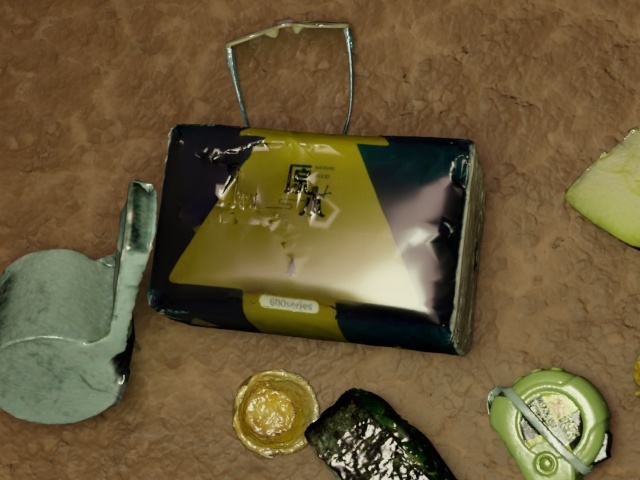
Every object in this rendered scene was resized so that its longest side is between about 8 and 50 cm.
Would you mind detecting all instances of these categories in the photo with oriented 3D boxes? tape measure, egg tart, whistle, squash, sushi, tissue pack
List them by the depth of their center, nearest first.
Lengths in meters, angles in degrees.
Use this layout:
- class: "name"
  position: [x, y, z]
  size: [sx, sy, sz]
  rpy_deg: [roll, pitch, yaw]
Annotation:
- class: "tape measure"
  position: [0.307, 0.246, 1.596]
  size: [0.154, 0.087, 0.177]
  rpy_deg: [-37, 72, 14]
- class: "squash"
  position: [0.472, -0.081, 1.602]
  size: [0.237, 0.155, 0.204]
  rpy_deg: [-41, 76, 2]
- class: "sushi"
  position: [0.090, 0.300, 1.610]
  size: [0.127, 0.124, 0.225]
  rpy_deg: [-44, 68, -1]
- class: "tissue pack"
  position: [0.000, 0.000, 1.623]
  size: [0.417, 0.253, 0.264]
  rpy_deg: [6, 80, 14]
- class: "whistle"
  position: [-0.310, 0.098, 1.637]
  size: [0.405, 0.188, 0.168]
  rpy_deg: [-35, 37, 27]
- class: "egg tart"
  position: [-0.066, 0.239, 1.691]
  size: [0.129, 0.049, 0.128]
  rpy_deg: [-2, 77, 9]

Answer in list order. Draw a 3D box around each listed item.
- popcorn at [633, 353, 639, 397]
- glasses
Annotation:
- class: "popcorn"
  position: [0.449, 0.171, 1.602]
  size: [0.084, 0.084, 0.084]
  rpy_deg: [-2, 78, 10]
- class: "glasses"
  position: [-0.041, -0.223, 1.761]
  size: [0.190, 0.088, 0.220]
  rpy_deg: [-8, 77, 9]
